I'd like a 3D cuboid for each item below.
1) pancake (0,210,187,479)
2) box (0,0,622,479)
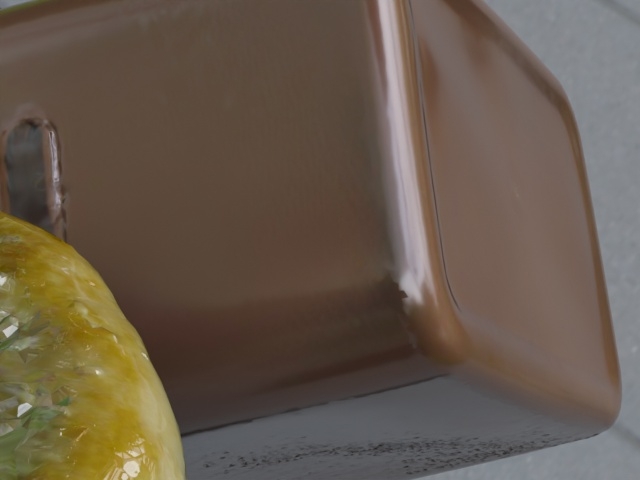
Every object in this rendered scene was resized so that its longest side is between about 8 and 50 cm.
[{"bbox_3d":[-0.232,0.091,0.530,0.387,0.082,0.387,-6,35,4],"label":"pancake"},{"bbox_3d":[0.000,0.000,0.882,0.229,0.339,0.239,-14,72,21],"label":"box"}]
